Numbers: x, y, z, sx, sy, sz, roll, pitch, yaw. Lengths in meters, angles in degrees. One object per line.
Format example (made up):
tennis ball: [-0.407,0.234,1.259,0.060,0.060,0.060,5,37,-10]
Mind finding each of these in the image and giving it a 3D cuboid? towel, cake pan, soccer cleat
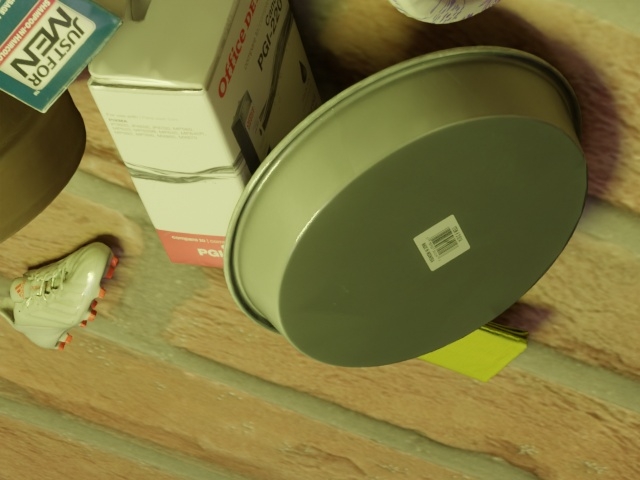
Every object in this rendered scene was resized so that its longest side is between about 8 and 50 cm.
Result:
towel: [0.054,0.063,1.650,0.237,0.021,0.102,20,154,-10]
cake pan: [0.073,-0.013,1.395,0.293,0.054,0.293,-19,142,-16]
soccer cleat: [-0.246,0.049,1.775,0.076,0.068,0.196,27,149,-12]

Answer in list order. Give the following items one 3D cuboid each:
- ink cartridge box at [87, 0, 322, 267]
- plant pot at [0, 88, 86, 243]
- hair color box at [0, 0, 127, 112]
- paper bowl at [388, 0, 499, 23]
ink cartridge box: [-0.076,-0.103,1.374,0.092,0.159,0.218,4,147,19]
plant pot: [-0.336,-0.121,1.412,0.263,0.263,0.229,-5,125,29]
hair color box: [-0.284,-0.245,1.210,0.347,0.174,0.105,30,128,-25]
paper bowl: [0.076,-0.263,0.961,0.148,0.284,0.284,38,153,18]
